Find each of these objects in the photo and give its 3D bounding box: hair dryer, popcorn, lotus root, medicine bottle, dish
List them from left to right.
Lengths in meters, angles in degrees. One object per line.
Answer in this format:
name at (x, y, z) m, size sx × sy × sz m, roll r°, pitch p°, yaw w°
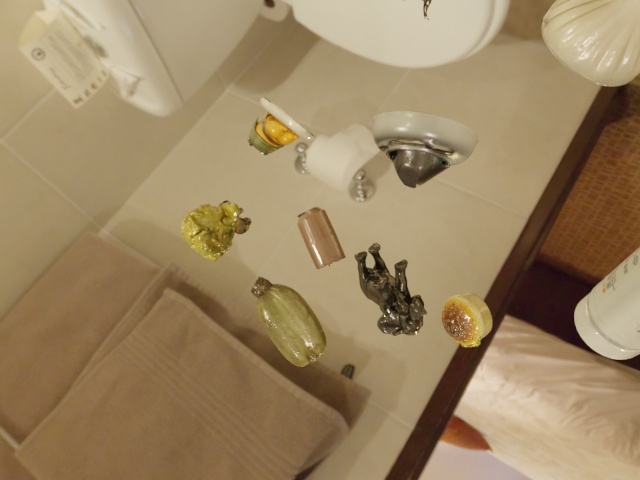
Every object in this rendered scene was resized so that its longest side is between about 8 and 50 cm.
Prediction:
popcorn at (-0.324, -0.047, 1.477) m, size 0.168 × 0.195 × 0.174 m, roll 48°, pitch 166°, yaw -26°
lotus root at (-0.059, 0.139, 0.865) m, size 0.183 × 0.090 × 0.077 m, roll 54°, pitch 175°, yaw -6°
hair dryer at (0.000, 0.000, 1.007) m, size 0.181 × 0.064 × 0.117 m, roll 85°, pitch 162°, yaw -85°
dish at (0.128, -0.108, 0.639) m, size 0.141 × 0.077 × 0.141 m, roll 14°, pitch 176°, yaw 1°
medicine bottle at (0.767, 0.137, 1.140) m, size 0.190 × 0.190 × 0.332 m, roll 30°, pitch 147°, yaw 14°

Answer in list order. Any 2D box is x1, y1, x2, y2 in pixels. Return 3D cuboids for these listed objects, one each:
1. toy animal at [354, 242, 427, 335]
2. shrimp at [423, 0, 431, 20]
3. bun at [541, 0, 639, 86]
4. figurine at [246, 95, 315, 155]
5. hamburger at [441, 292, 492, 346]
toy animal at (0.157, 0.108, 1.035) m, size 0.245 × 0.115 × 0.146 m, roll -114°, pitch 8°, yaw -58°
shrimp at (0.165, -0.471, 0.819) m, size 0.075 × 0.073 × 0.190 m, roll -71°, pitch -29°, yaw -73°
bun at (0.654, -0.497, 1.086) m, size 0.263 × 0.263 × 0.175 m, roll 33°, pitch 151°, yaw 5°
figurine at (-0.132, -0.301, 1.376) m, size 0.167 × 0.141 × 0.250 m, roll 34°, pitch -172°, yaw -34°
hamburger at (0.355, 0.198, 1.196) m, size 0.126 × 0.082 × 0.141 m, roll 50°, pitch 150°, yaw 39°
